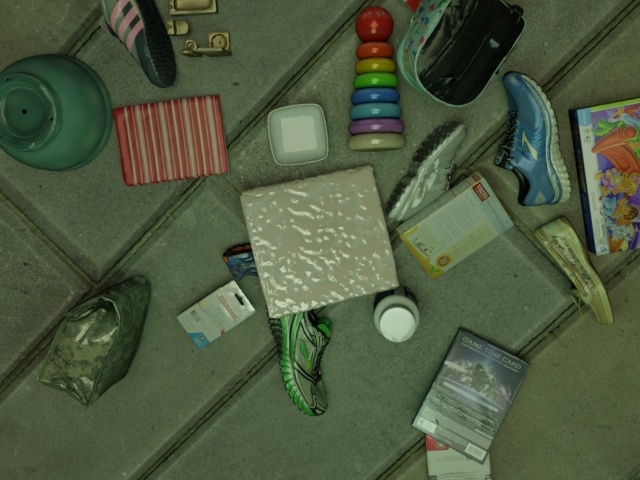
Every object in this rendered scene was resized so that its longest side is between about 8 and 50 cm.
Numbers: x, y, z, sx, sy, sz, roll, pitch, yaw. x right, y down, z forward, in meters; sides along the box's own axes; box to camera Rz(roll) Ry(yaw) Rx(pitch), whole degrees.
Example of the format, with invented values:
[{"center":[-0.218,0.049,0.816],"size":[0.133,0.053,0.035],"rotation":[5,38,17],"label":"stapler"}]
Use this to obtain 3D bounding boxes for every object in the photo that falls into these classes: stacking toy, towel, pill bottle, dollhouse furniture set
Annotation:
[{"center":[0.125,-0.377,1.659],"size":[0.141,0.141,0.330],"rotation":[-2,92,5],"label":"stacking toy"},{"center":[-0.372,-0.247,1.761],"size":[0.275,0.031,0.199],"rotation":[-7,97,4],"label":"towel"},{"center":[0.000,0.000,1.702],"size":[0.332,0.053,0.317],"rotation":[-13,84,-7],"label":"towel"},{"center":[0.183,0.177,1.708],"size":[0.112,0.187,0.112],"rotation":[1,100,5],"label":"pill bottle"},{"center":[-0.294,-0.512,1.661],"size":[0.144,0.123,0.151],"rotation":[-2,99,5],"label":"dollhouse furniture set"}]

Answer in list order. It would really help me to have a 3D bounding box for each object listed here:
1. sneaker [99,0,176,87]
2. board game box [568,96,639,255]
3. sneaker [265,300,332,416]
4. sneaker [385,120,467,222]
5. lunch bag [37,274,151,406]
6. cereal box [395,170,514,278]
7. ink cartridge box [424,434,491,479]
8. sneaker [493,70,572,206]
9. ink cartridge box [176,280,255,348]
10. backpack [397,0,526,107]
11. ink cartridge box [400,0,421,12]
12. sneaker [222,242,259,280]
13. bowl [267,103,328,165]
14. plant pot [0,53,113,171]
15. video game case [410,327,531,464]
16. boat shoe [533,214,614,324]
[{"center":[-0.453,-0.505,1.699],"size":[0.131,0.112,0.319],"rotation":[-18,95,24],"label":"sneaker"},{"center":[0.731,-0.158,1.663],"size":[0.233,0.078,0.347],"rotation":[-11,98,6],"label":"board game box"},{"center":[-0.033,0.275,1.770],"size":[0.146,0.134,0.343],"rotation":[-12,98,6],"label":"sneaker"},{"center":[0.273,-0.156,1.704],"size":[0.115,0.105,0.281],"rotation":[28,108,-16],"label":"sneaker"},{"center":[-0.538,0.224,1.749],"size":[0.169,0.235,0.287],"rotation":[27,101,3],"label":"lunch bag"},{"center":[0.323,-0.033,1.699],"size":[0.240,0.047,0.173],"rotation":[-35,123,8],"label":"cereal box"},{"center":[0.351,0.576,1.811],"size":[0.158,0.092,0.218],"rotation":[-5,97,5],"label":"ink cartridge box"},{"center":[0.472,-0.229,1.647],"size":[0.147,0.130,0.330],"rotation":[-17,98,5],"label":"sneaker"},{"center":[-0.260,0.182,1.808],"size":[0.181,0.061,0.104],"rotation":[-33,96,10],"label":"ink cartridge box"},{"center":[0.295,-0.435,1.575],"size":[0.225,0.191,0.253],"rotation":[23,100,-30],"label":"backpack"},{"center":[0.266,-0.679,1.589],"size":[0.385,0.091,0.308],"rotation":[40,101,-9],"label":"ink cartridge box"},{"center":[-0.130,0.047,1.776],"size":[0.221,0.083,0.087],"rotation":[-8,115,8],"label":"sneaker"},{"center":[-0.053,-0.258,1.722],"size":[0.142,0.053,0.142],"rotation":[-7,100,6],"label":"bowl"},{"center":[-0.673,-0.305,1.692],"size":[0.293,0.196,0.293],"rotation":[1,99,5],"label":"plant pot"},{"center":[0.372,0.382,1.754],"size":[0.196,0.026,0.274],"rotation":[27,82,10],"label":"video game case"},{"center":[0.615,0.082,1.708],"size":[0.089,0.104,0.285],"rotation":[-27,86,13],"label":"boat shoe"}]
